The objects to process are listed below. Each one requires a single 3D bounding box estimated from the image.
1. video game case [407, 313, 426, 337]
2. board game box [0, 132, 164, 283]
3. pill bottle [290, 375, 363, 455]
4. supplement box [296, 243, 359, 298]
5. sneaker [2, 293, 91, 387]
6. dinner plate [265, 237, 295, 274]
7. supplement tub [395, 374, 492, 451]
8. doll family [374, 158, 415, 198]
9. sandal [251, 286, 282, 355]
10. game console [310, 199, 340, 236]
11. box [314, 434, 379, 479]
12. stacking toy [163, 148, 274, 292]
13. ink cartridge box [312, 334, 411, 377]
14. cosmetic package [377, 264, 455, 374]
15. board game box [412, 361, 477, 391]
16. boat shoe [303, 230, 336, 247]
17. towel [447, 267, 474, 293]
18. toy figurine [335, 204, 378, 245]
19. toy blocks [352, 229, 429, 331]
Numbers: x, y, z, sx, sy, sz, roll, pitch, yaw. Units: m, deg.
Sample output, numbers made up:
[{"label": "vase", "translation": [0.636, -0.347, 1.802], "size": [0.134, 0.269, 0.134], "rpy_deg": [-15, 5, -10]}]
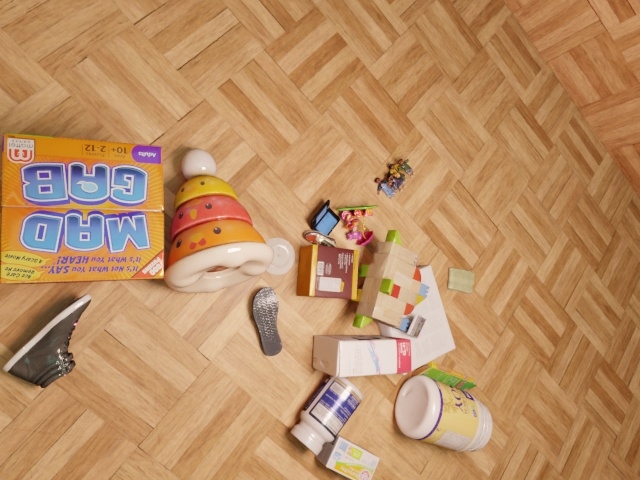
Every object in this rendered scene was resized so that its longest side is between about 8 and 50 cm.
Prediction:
[{"label": "video game case", "translation": [0.380, 0.338, 1.696], "size": [0.122, 0.011, 0.087], "rpy_deg": [34, 80, -56]}, {"label": "board game box", "translation": [-0.648, -0.062, 1.220], "size": [0.356, 0.356, 0.356], "rpy_deg": [0, 85, -25]}, {"label": "pill bottle", "translation": [0.021, 0.629, 1.569], "size": [0.153, 0.153, 0.264], "rpy_deg": [48, 68, -13]}, {"label": "supplement box", "translation": [0.027, 0.123, 1.641], "size": [0.194, 0.129, 0.191], "rpy_deg": [8, 81, -24]}, {"label": "sneaker", "translation": [-0.758, 0.302, 1.275], "size": [0.147, 0.104, 0.296], "rpy_deg": [45, 74, -16]}, {"label": "dinner plate", "translation": [-0.160, 0.060, 1.624], "size": [0.141, 0.017, 0.141], "rpy_deg": [4, 81, -25]}, {"label": "supplement tub", "translation": [0.495, 0.703, 1.734], "size": [0.331, 0.241, 0.241], "rpy_deg": [25, 74, -21]}, {"label": "doll family", "translation": [0.314, -0.271, 1.850], "size": [0.111, 0.076, 0.193], "rpy_deg": [42, 72, -20]}, {"label": "sandal", "translation": [-0.199, 0.293, 1.567], "size": [0.097, 0.054, 0.254], "rpy_deg": [-7, 97, -18]}, {"label": "game console", "translation": [0.023, -0.081, 1.696], "size": [0.071, 0.107, 0.122], "rpy_deg": [33, 69, 11]}, {"label": "box", "translation": [0.101, 0.814, 1.613], "size": [0.203, 0.103, 0.114], "rpy_deg": [34, 71, -18]}, {"label": "stacking toy", "translation": [-0.379, -0.090, 1.427], "size": [0.350, 0.350, 0.480], "rpy_deg": [-11, 71, -26]}, {"label": "ink cartridge box", "translation": [0.153, 0.425, 1.613], "size": [0.306, 0.226, 0.131], "rpy_deg": [7, 81, -25]}, {"label": "cosmetic package", "translation": [0.380, 0.324, 1.801], "size": [0.284, 0.097, 0.377], "rpy_deg": [-17, 92, -26]}, {"label": "board game box", "translation": [0.529, 0.589, 1.829], "size": [0.259, 0.124, 0.039], "rpy_deg": [28, 41, -19]}, {"label": "boat shoe", "translation": [0.000, 0.000, 1.679], "size": [0.137, 0.049, 0.043], "rpy_deg": [16, 41, -23]}, {"label": "towel", "translation": [0.646, 0.184, 1.979], "size": [0.148, 0.027, 0.110], "rpy_deg": [12, 78, -23]}, {"label": "toy figurine", "translation": [0.151, -0.056, 1.737], "size": [0.173, 0.130, 0.159], "rpy_deg": [-5, 96, -14]}, {"label": "toy blocks", "translation": [0.298, 0.184, 1.654], "size": [0.261, 0.191, 0.381], "rpy_deg": [25, 76, -31]}]
